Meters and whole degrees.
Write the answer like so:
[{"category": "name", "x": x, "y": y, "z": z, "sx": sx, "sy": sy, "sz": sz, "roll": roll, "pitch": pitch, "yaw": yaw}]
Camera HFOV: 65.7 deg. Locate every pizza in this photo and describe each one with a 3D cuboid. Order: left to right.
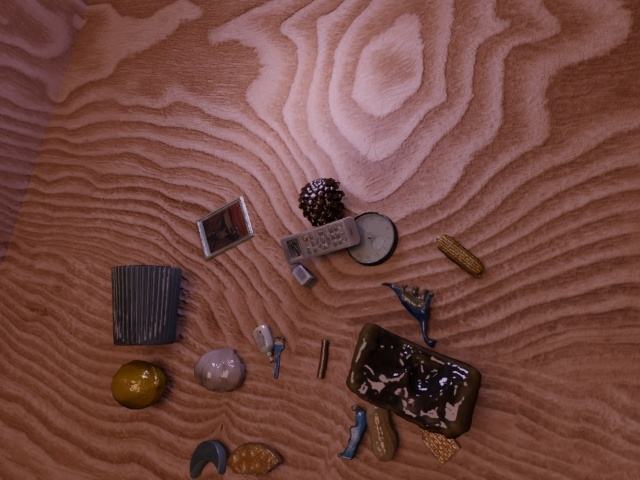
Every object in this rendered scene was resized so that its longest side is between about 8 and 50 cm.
[{"category": "pizza", "x": -0.255, "y": 0.839, "z": 1.899, "sx": 0.246, "sy": 0.058, "sz": 0.127, "roll": -23, "pitch": 61, "yaw": 22}]

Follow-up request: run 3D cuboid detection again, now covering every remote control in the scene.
[{"category": "remote control", "x": 0.000, "y": 0.000, "z": 1.942, "sx": 0.312, "sy": 0.055, "sz": 0.110, "roll": -17, "pitch": 92, "yaw": 18}]

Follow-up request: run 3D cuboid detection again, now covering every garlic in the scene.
[{"category": "garlic", "x": -0.433, "y": 0.530, "z": 2.019, "sx": 0.229, "sy": 0.142, "sz": 0.178, "roll": -6, "pitch": 76, "yaw": 32}]

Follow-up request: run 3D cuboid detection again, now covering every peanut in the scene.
[{"category": "peanut", "x": 0.212, "y": 0.646, "z": 1.710, "sx": 0.098, "sy": 0.090, "sz": 0.215, "roll": -5, "pitch": 67, "yaw": -15}]

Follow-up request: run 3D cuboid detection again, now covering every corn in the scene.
[{"category": "corn", "x": 0.489, "y": 0.051, "z": 1.749, "sx": 0.068, "sy": 0.068, "sz": 0.207, "roll": -49, "pitch": 62, "yaw": 6}]

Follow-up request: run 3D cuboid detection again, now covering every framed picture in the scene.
[{"category": "framed picture", "x": -0.438, "y": -0.057, "z": 2.237, "sx": 0.273, "sy": 0.016, "sz": 0.217, "roll": -27, "pitch": 67, "yaw": 17}]

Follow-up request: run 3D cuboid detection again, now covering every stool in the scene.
[{"category": "stool", "x": -0.762, "y": 0.285, "z": 2.155, "sx": 0.296, "sy": 0.297, "sz": 0.331, "roll": -5, "pitch": 79, "yaw": 24}]

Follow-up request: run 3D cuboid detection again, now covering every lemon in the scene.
[{"category": "lemon", "x": -0.778, "y": 0.616, "z": 2.119, "sx": 0.259, "sy": 0.204, "sz": 0.205, "roll": -6, "pitch": 74, "yaw": 27}]

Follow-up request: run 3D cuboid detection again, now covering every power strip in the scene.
[{"category": "power strip", "x": -0.456, "y": 0.870, "z": 1.974, "sx": 0.215, "sy": 0.044, "sz": 0.137, "roll": -23, "pitch": 57, "yaw": 34}]

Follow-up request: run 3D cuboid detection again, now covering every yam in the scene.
[{"category": "yam", "x": 0.010, "y": 0.452, "z": 1.891, "sx": 0.032, "sy": 0.032, "sz": 0.146, "roll": 2, "pitch": 79, "yaw": 25}]

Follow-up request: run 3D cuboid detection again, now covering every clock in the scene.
[{"category": "clock", "x": 0.191, "y": -0.009, "z": 1.917, "sx": 0.214, "sy": 0.042, "sz": 0.215, "roll": -6, "pitch": 75, "yaw": 24}]

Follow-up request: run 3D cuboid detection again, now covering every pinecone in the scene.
[{"category": "pinecone", "x": 0.011, "y": -0.146, "z": 1.965, "sx": 0.184, "sy": 0.205, "sz": 0.179, "roll": -19, "pitch": 26, "yaw": 22}]

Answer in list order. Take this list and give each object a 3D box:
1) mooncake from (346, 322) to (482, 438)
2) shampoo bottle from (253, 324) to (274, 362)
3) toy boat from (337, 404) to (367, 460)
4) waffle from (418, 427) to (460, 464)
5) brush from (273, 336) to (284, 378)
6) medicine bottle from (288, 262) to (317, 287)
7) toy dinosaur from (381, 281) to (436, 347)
[{"category": "mooncake", "x": 0.294, "y": 0.440, "z": 1.558, "sx": 0.394, "sy": 0.392, "sz": 0.247, "roll": 14, "pitch": 82, "yaw": 61}, {"category": "shampoo bottle", "x": -0.219, "y": 0.419, "z": 1.990, "sx": 0.077, "sy": 0.045, "sz": 0.152, "roll": -43, "pitch": 57, "yaw": 28}, {"category": "toy boat", "x": 0.112, "y": 0.682, "z": 1.759, "sx": 0.077, "sy": 0.075, "sz": 0.186, "roll": 22, "pitch": 84, "yaw": 19}, {"category": "waffle", "x": 0.393, "y": 0.667, "z": 1.663, "sx": 0.092, "sy": 0.021, "sz": 0.135, "roll": -47, "pitch": 63, "yaw": 8}, {"category": "brush", "x": -0.171, "y": 0.468, "z": 1.981, "sx": 0.051, "sy": 0.014, "sz": 0.164, "roll": -2, "pitch": 77, "yaw": 26}, {"category": "medicine bottle", "x": -0.075, "y": 0.131, "z": 1.987, "sx": 0.055, "sy": 0.074, "sz": 0.118, "roll": -47, "pitch": 61, "yaw": 8}, {"category": "toy dinosaur", "x": 0.318, "y": 0.254, "z": 1.781, "sx": 0.247, "sy": 0.075, "sz": 0.189, "roll": 18, "pitch": 92, "yaw": 22}]
